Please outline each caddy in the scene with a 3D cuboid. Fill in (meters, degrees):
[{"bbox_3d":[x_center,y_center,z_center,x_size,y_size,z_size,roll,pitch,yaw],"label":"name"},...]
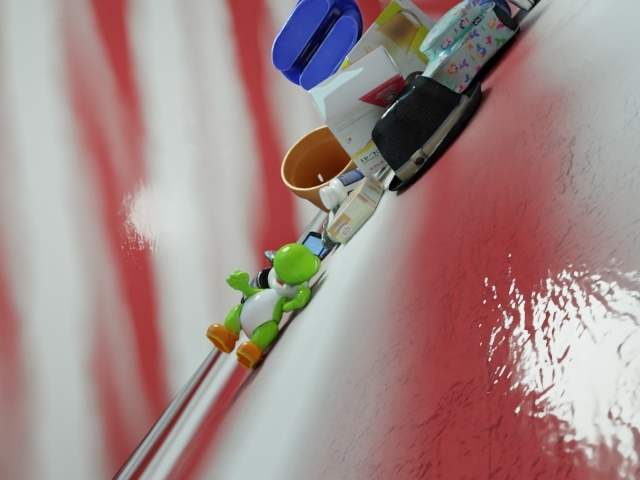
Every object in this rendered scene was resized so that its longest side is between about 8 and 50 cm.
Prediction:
[{"bbox_3d":[-0.011,-0.658,1.948,0.341,0.241,0.179,-50,13,25],"label":"caddy"}]

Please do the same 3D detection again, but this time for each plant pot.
[{"bbox_3d":[0.040,-0.227,2.033,0.290,0.203,0.291,-18,49,21],"label":"plant pot"}]

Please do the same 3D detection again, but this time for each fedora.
[{"bbox_3d":[0.226,-0.278,1.412,0.334,0.152,0.334,-51,5,6],"label":"fedora"}]

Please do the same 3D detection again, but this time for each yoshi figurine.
[{"bbox_3d":[-0.128,0.139,1.535,0.362,0.203,0.203,-51,20,-27],"label":"yoshi figurine"}]

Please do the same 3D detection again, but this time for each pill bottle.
[{"bbox_3d":[-0.223,0.201,2.242,0.219,0.122,0.123,-46,7,49],"label":"pill bottle"},{"bbox_3d":[0.087,-0.161,1.843,0.169,0.094,0.094,-25,-3,-17],"label":"pill bottle"}]

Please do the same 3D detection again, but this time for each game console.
[{"bbox_3d":[0.000,0.000,1.908,0.144,0.124,0.085,-56,-20,-49],"label":"game console"}]

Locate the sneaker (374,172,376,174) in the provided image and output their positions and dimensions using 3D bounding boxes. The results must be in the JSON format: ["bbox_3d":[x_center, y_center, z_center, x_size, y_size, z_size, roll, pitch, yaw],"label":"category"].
[{"bbox_3d":[0.264,-0.384,2.215,0.296,0.104,0.147,-59,9,-18],"label":"sneaker"}]

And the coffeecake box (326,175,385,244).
[{"bbox_3d":[0.103,-0.093,1.693,0.142,0.068,0.185,-48,7,30],"label":"coffeecake box"}]

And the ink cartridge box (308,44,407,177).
[{"bbox_3d":[0.139,-0.333,1.580,0.226,0.131,0.306,-32,-32,10],"label":"ink cartridge box"}]

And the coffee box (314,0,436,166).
[{"bbox_3d":[0.240,-0.516,1.967,0.334,0.337,0.338,-54,6,-23],"label":"coffee box"}]

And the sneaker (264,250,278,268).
[{"bbox_3d":[-0.132,0.062,2.320,0.125,0.104,0.262,-34,-9,11],"label":"sneaker"}]

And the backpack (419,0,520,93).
[{"bbox_3d":[0.378,-0.511,1.595,0.254,0.191,0.225,-55,11,7],"label":"backpack"}]

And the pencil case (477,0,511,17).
[{"bbox_3d":[0.520,-0.676,1.822,0.133,0.119,0.306,-53,3,30],"label":"pencil case"}]

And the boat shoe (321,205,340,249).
[{"bbox_3d":[0.042,-0.041,1.832,0.070,0.077,0.219,-48,7,25],"label":"boat shoe"}]

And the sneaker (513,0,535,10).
[{"bbox_3d":[0.601,-0.768,1.758,0.127,0.126,0.321,-54,14,24],"label":"sneaker"}]
